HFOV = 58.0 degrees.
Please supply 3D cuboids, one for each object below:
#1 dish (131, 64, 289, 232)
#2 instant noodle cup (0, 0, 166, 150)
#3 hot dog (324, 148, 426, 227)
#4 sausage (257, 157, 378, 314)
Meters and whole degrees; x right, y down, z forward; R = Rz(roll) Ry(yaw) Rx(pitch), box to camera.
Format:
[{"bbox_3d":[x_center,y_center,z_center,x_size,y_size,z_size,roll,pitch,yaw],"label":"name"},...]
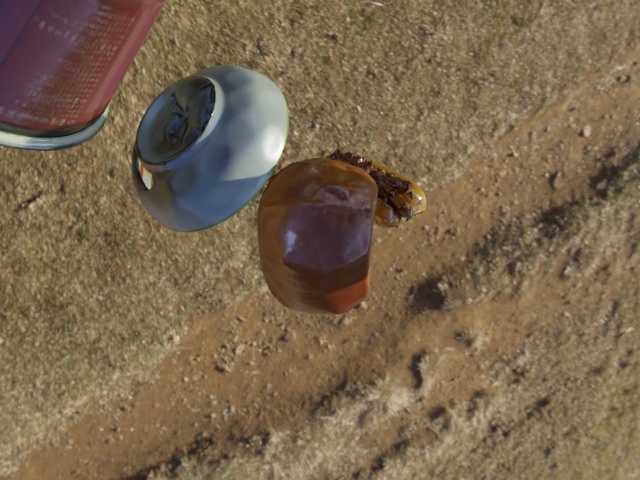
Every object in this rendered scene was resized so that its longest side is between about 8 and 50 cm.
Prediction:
[{"bbox_3d":[-0.222,-0.185,0.994,0.324,0.324,0.124,-44,140,6],"label":"dish"},{"bbox_3d":[-0.243,-0.219,0.492,0.178,0.234,0.235,-34,132,31],"label":"instant noodle cup"},{"bbox_3d":[0.081,-0.093,0.938,0.102,0.249,0.076,-22,126,-22],"label":"hot dog"},{"bbox_3d":[-0.001,0.000,0.744,0.141,0.153,0.268,4,151,3],"label":"sausage"}]
